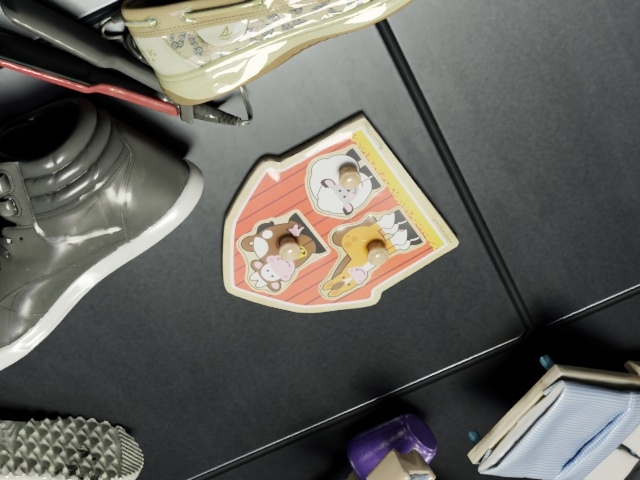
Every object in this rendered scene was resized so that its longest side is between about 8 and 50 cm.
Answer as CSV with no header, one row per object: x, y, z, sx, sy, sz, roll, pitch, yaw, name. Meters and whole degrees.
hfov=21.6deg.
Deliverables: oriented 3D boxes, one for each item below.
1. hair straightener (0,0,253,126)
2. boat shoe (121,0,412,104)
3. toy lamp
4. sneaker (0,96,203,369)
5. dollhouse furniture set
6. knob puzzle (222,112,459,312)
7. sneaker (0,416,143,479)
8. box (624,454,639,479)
-0.148,-0.145,1.315,0.230,0.047,0.089,21,121,-24,hair straightener
-0.010,-0.204,1.255,0.285,0.104,0.089,-31,125,3,boat shoe
0.001,0.266,1.639,0.275,0.080,0.080,-42,123,19,toy lamp
-0.252,-0.006,1.373,0.296,0.104,0.147,-39,123,11,sneaker
0.207,0.251,1.529,0.286,0.198,0.303,13,126,-49,dollhouse furniture set
0.000,0.000,1.466,0.213,0.030,0.213,-5,128,-7,knob puzzle
-0.321,0.230,1.533,0.293,0.102,0.146,12,124,-19,sneaker
0.439,0.309,1.713,0.270,0.143,0.165,35,113,-30,box
